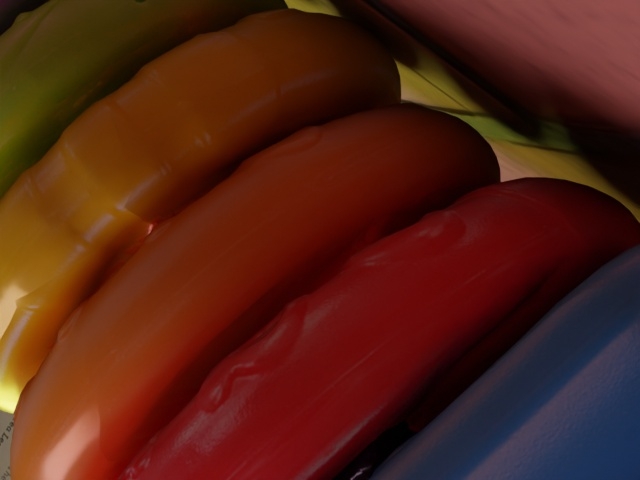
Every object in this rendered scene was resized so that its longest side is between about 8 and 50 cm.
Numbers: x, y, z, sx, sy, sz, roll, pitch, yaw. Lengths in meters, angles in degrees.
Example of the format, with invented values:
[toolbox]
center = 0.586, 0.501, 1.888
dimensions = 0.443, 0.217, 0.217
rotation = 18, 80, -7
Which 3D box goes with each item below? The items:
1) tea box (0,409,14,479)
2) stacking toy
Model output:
[tea box]
center = -0.174, 0.048, 1.168
dimensions = 0.220, 0.329, 0.323
rotation = 33, 178, 16
[stacking toy]
center = -0.051, -0.023, 0.425
dimensions = 0.302, 0.166, 0.175
rotation = 49, -175, 16
